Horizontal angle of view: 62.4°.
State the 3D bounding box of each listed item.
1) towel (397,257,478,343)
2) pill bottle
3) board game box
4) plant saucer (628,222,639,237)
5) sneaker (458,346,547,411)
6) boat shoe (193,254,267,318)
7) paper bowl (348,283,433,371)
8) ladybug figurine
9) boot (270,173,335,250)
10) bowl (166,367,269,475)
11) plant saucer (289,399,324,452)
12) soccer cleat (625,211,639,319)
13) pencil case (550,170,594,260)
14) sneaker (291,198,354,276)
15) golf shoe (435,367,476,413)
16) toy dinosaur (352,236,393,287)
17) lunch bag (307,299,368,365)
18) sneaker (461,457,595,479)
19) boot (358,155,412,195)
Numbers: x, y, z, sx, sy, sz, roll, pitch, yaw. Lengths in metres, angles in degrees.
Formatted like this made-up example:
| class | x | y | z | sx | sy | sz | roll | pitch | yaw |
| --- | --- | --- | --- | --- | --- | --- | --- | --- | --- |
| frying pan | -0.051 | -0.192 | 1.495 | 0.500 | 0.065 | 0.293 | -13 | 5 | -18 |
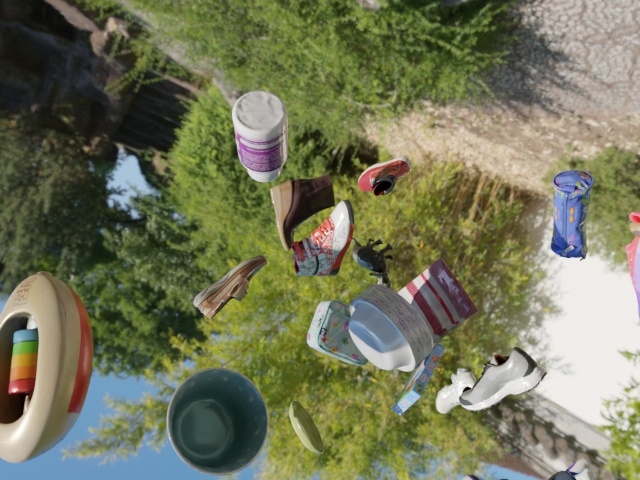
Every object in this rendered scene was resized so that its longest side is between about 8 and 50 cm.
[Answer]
| class | x | y | z | sx | sy | sz | roll | pitch | yaw |
| --- | --- | --- | --- | --- | --- | --- | --- | --- | --- |
| towel | 0.348 | 0.244 | 1.821 | 0.037 | 0.329 | 0.237 | 30 | -156 | -47 |
| pill bottle | -0.186 | -0.318 | 1.692 | 0.169 | 0.169 | 0.301 | 25 | 155 | 9 |
| board game box | 0.322 | 0.452 | 1.730 | 0.039 | 0.160 | 0.211 | 35 | -131 | 9 |
| plant saucer | 0.713 | -0.015 | 1.150 | 0.083 | 0.015 | 0.083 | 25 | 177 | 2 |
| sneaker | 0.450 | 0.355 | 1.358 | 0.100 | 0.271 | 0.108 | -22 | -109 | -42 |
| boat shoe | -0.330 | 0.181 | 2.044 | 0.116 | 0.324 | 0.123 | 52 | 171 | 6 |
| paper bowl | 0.200 | 0.288 | 1.656 | 0.284 | 0.148 | 0.284 | 44 | 156 | 25 |
| ladybug figurine | -0.674 | 0.297 | 1.294 | 0.305 | 0.449 | 0.162 | -11 | 161 | 29 |
| boot | -0.048 | -0.090 | 1.755 | 0.206 | 0.248 | 0.090 | -12 | -151 | -8 |
| bowl | -0.332 | 0.560 | 1.608 | 0.311 | 0.312 | 0.163 | 23 | 141 | -20 |
| plant saucer | -0.065 | 0.775 | 2.187 | 0.241 | 0.037 | 0.241 | 56 | -178 | -3 |
| soccer cleat | 0.824 | 0.067 | 1.337 | 0.116 | 0.318 | 0.109 | 14 | 159 | 23 |
| pencil case | 0.825 | -0.075 | 1.744 | 0.119 | 0.306 | 0.133 | 10 | -139 | 32 |
| sneaker | 0.000 | 0.001 | 1.506 | 0.145 | 0.270 | 0.090 | -1 | -137 | -19 |
| golf shoe | 0.407 | 0.467 | 1.580 | 0.069 | 0.176 | 0.086 | 12 | -153 | -23 |
| toy dinosaur | 0.218 | 0.069 | 2.328 | 0.313 | 0.160 | 0.121 | 43 | 157 | 20 |
| lunch bag | 0.093 | 0.369 | 2.150 | 0.279 | 0.224 | 0.108 | 28 | 164 | -22 |
| sneaker | 0.520 | 0.587 | 1.244 | 0.322 | 0.236 | 0.130 | 34 | 167 | 13 |
| boot | 0.195 | -0.203 | 1.889 | 0.244 | 0.176 | 0.088 | -20 | 112 | 50 |
